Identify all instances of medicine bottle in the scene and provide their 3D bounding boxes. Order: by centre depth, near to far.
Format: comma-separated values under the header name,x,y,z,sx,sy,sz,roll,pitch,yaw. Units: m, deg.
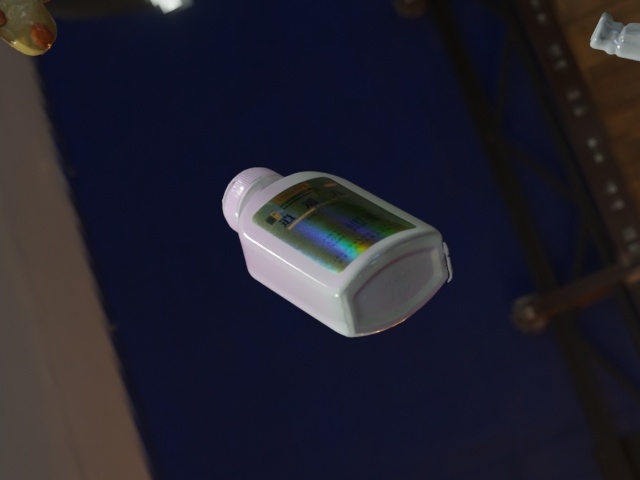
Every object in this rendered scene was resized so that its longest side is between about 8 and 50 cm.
name,x,y,z,sx,sy,sz,roll,pitch,yaw
medicine bottle,0.000,0.000,1.538,0.219,0.115,0.078,31,144,47

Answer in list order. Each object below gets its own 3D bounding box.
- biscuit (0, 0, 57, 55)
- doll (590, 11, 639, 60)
name,x,y,z,sx,sy,sz,roll,pitch,yaw
biscuit,-0.294,-0.246,1.701,0.153,0.234,0.030,50,158,-3
doll,0.260,-0.106,0.939,0.057,0.227,0.114,-53,-19,-64
